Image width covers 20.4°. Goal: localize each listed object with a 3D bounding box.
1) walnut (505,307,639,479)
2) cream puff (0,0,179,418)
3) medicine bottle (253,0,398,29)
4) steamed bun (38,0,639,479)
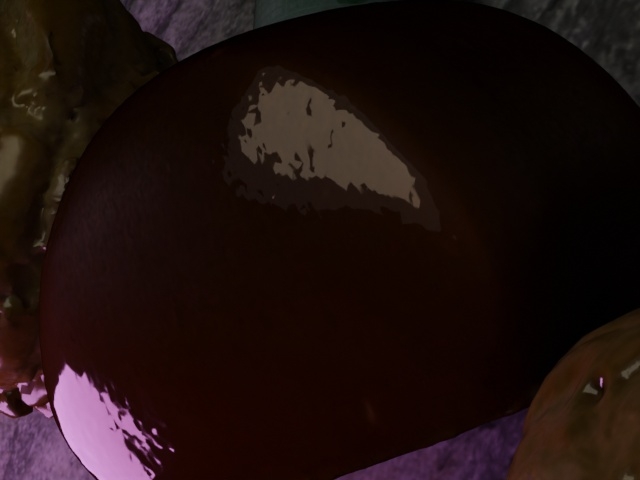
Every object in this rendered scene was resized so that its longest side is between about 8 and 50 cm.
[{"bbox_3d":[0.186,0.112,0.795,0.221,0.195,0.195,-23,52,52],"label":"walnut"},{"bbox_3d":[-0.203,-0.031,1.377,0.327,0.231,0.343,34,104,61],"label":"cream puff"},{"bbox_3d":[0.019,-0.165,1.242,0.133,0.133,0.274,-27,48,43],"label":"medicine bottle"},{"bbox_3d":[0.000,0.000,1.010,0.379,0.235,0.248,-25,87,46],"label":"steamed bun"}]
